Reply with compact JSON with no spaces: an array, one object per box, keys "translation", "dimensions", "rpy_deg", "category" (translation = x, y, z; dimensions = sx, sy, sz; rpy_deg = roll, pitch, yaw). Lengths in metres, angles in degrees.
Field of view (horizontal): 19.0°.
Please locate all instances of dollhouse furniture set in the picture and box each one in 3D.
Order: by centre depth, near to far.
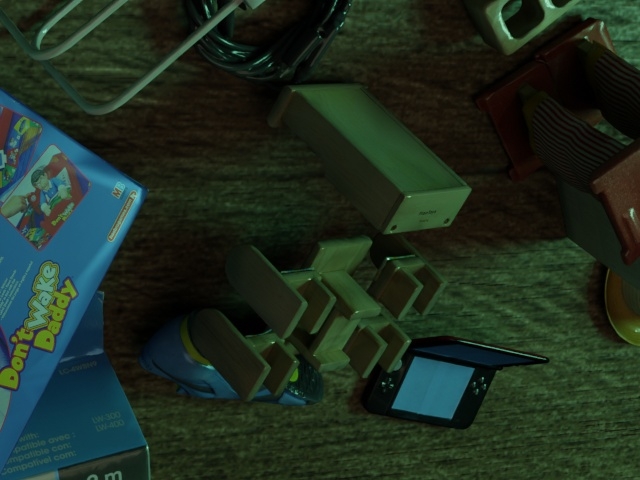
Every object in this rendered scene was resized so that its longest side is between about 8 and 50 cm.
[{"translation":[0.222,-0.187,1.737],"dimensions":[0.152,0.201,0.374],"rpy_deg":[-37,128,-9],"category":"dollhouse furniture set"},{"translation":[0.000,0.000,1.743],"dimensions":[0.212,0.161,0.242],"rpy_deg":[-7,135,-49],"category":"dollhouse furniture set"}]

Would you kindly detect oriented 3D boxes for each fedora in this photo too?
[{"translation":[0.394,0.038,2.030],"dimensions":[0.194,0.079,0.194],"rpy_deg":[-14,120,-25],"category":"fedora"}]

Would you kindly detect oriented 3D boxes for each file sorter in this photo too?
[{"translation":[-0.210,-0.258,1.456],"dimensions":[0.173,0.193,0.277],"rpy_deg":[-42,127,-2],"category":"file sorter"}]

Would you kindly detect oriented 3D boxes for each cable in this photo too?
[{"translation":[-0.036,-0.227,1.670],"dimensions":[0.150,0.047,0.184],"rpy_deg":[28,100,-32],"category":"cable"}]

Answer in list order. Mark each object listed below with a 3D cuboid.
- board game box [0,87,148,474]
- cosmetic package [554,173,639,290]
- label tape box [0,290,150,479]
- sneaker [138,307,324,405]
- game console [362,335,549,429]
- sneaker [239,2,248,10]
[{"translation":[-0.317,0.049,1.552],"dimensions":[0.233,0.078,0.347],"rpy_deg":[37,74,-37],"category":"board game box"},{"translation":[0.321,-0.005,1.864],"dimensions":[0.060,0.239,0.099],"rpy_deg":[-28,126,-14],"category":"cosmetic package"},{"translation":[-0.284,0.240,1.716],"dimensions":[0.249,0.115,0.347],"rpy_deg":[-13,122,-23],"category":"label tape box"},{"translation":[-0.084,0.119,1.812],"dimensions":[0.082,0.069,0.209],"rpy_deg":[-30,147,31],"category":"sneaker"},{"translation":[0.136,0.144,1.930],"dimensions":[0.144,0.085,0.124],"rpy_deg":[14,106,-34],"category":"game console"},{"translation":[-0.073,-0.293,1.580],"dimensions":[0.086,0.064,0.192],"rpy_deg":[-31,108,-11],"category":"sneaker"}]
